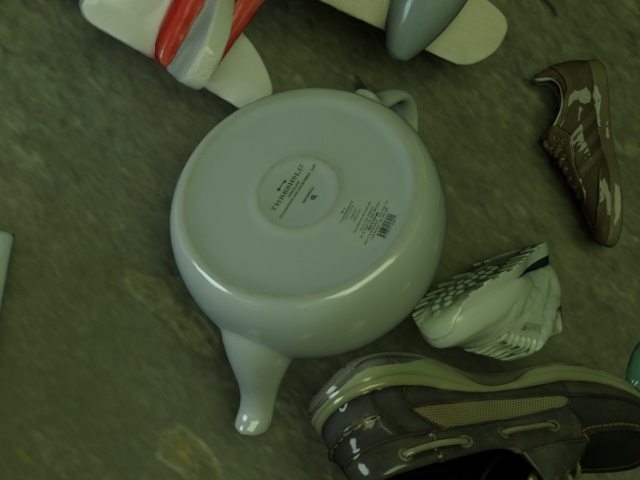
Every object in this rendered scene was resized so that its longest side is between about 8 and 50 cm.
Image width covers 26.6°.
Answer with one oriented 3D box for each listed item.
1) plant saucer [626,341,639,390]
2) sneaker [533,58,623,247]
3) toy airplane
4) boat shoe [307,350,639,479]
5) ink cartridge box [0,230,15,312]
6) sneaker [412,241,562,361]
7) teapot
[{"bbox_3d":[0.362,0.140,1.338,0.119,0.021,0.119,2,83,-14],"label":"plant saucer"},{"bbox_3d":[0.251,-0.083,1.328,0.071,0.066,0.188,-5,78,2],"label":"sneaker"},{"bbox_3d":[-0.035,-0.298,1.151,0.386,0.272,0.384,-21,98,-27],"label":"toy airplane"},{"bbox_3d":[0.156,0.189,1.187,0.355,0.132,0.130,6,49,-26],"label":"boat shoe"},{"bbox_3d":[-0.440,0.120,1.091,0.330,0.071,0.324,13,80,-21],"label":"ink cartridge box"},{"bbox_3d":[0.162,0.067,1.212,0.235,0.090,0.095,-20,95,-57],"label":"sneaker"},{"bbox_3d":[0.000,0.000,1.187,0.256,0.187,0.252,-21,59,1],"label":"teapot"}]
